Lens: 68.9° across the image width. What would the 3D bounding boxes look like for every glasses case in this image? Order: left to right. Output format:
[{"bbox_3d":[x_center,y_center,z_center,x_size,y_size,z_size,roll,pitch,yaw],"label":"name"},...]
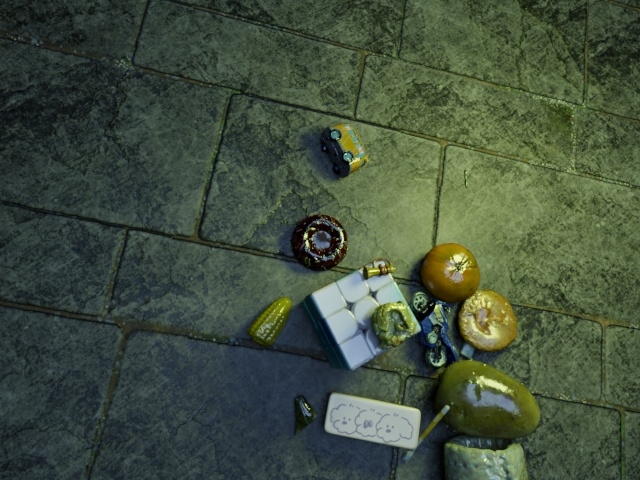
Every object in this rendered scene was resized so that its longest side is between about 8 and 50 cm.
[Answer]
[{"bbox_3d":[0.184,0.647,1.683,0.336,0.076,0.144,10,74,1],"label":"glasses case"}]

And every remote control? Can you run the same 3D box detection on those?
[{"bbox_3d":[0.601,0.409,1.867,0.053,0.018,0.125,28,74,-4],"label":"remote control"}]

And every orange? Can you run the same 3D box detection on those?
[{"bbox_3d":[0.516,0.126,1.837,0.240,0.171,0.240,2,78,-11],"label":"orange"}]

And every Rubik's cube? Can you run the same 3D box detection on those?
[{"bbox_3d":[0.131,0.268,1.674,0.291,0.292,0.291,-25,83,-14],"label":"Rubik's cube"}]

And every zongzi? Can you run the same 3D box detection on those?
[{"bbox_3d":[-0.081,0.629,1.685,0.113,0.052,0.104,-40,79,-3],"label":"zongzi"}]

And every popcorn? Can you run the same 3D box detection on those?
[{"bbox_3d":[0.230,0.261,1.484,0.141,0.162,0.135,-23,45,-36],"label":"popcorn"}]

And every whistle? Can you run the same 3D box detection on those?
[{"bbox_3d":[0.194,0.095,1.560,0.109,0.057,0.046,-11,124,-20],"label":"whistle"}]

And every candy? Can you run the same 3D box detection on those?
[{"bbox_3d":[-0.176,0.290,1.721,0.106,0.094,0.199,35,68,5],"label":"candy"}]

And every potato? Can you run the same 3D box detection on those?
[{"bbox_3d":[0.604,0.577,1.700,0.359,0.219,0.270,5,72,15],"label":"potato"}]

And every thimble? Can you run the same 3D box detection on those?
[{"bbox_3d":[0.582,0.799,1.634,0.291,0.291,0.195,-4,79,-11],"label":"thimble"}]

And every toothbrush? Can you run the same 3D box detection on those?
[{"bbox_3d":[0.374,0.693,1.675,0.024,0.021,0.288,22,112,-18],"label":"toothbrush"}]

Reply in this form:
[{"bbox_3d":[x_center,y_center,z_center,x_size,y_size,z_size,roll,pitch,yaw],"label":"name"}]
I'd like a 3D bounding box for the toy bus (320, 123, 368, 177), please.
[{"bbox_3d":[0.103,-0.373,1.907,0.136,0.126,0.210,-24,82,-23],"label":"toy bus"}]

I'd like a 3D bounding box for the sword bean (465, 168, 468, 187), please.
[{"bbox_3d":[0.635,-0.270,2.033,0.012,0.012,0.083,2,79,-10],"label":"sword bean"}]

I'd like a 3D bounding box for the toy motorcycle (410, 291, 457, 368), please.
[{"bbox_3d":[0.450,0.341,1.812,0.168,0.113,0.316,-15,89,-22],"label":"toy motorcycle"}]

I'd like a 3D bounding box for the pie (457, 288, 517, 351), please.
[{"bbox_3d":[0.669,0.317,1.865,0.273,0.069,0.274,5,62,-10],"label":"pie"}]

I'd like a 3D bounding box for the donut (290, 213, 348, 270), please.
[{"bbox_3d":[0.000,0.000,1.819,0.235,0.089,0.235,2,78,-8],"label":"donut"}]
